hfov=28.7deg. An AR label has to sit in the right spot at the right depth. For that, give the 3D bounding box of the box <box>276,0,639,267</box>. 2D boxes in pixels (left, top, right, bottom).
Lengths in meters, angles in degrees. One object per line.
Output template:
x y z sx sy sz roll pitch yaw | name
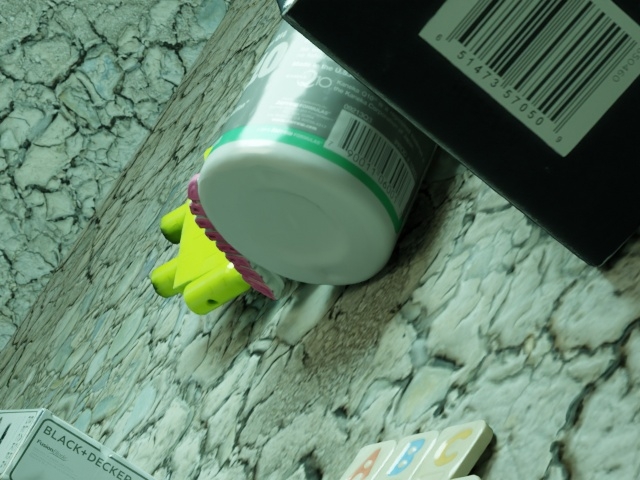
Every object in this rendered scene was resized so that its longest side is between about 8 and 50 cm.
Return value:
0.130 -0.202 0.984 0.212 0.293 0.395 -50 18 12 | box

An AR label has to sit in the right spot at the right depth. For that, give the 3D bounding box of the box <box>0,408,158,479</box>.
-0.305 0.271 1.434 0.087 0.169 0.290 -60 19 -20 | box

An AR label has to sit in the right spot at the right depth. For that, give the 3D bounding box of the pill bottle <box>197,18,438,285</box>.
0.034 -0.150 1.288 0.204 0.204 0.361 -30 28 52 | pill bottle

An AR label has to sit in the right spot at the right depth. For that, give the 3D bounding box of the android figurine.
-0.098 -0.032 1.487 0.272 0.056 0.248 -27 43 38 | android figurine

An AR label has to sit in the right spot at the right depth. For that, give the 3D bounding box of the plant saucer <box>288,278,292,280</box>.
0.000 0.000 1.398 0.119 0.021 0.119 -48 18 21 | plant saucer

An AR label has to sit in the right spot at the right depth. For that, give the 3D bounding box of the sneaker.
-0.076 -0.018 1.338 0.075 0.170 0.063 -49 31 -22 | sneaker

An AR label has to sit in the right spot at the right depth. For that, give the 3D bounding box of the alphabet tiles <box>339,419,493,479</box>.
0.000 0.229 0.853 0.278 0.021 0.284 -48 11 -32 | alphabet tiles
